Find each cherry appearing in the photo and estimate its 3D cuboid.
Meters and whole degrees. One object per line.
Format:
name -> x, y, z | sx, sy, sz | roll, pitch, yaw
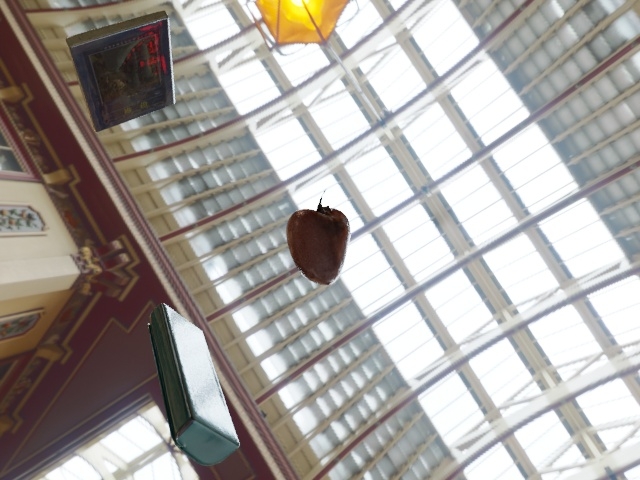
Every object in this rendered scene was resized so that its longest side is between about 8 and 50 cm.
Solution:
cherry -> -0.006, 0.000, 0.837 | 0.087, 0.106, 0.126 | -2, -114, 49

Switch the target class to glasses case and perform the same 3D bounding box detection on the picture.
glasses case -> -0.233, 0.238, 0.954 | 0.070, 0.301, 0.117 | -39, -54, 3

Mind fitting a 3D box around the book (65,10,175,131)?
book -> -0.390, -0.333, 1.120 | 0.190, 0.269, 0.025 | -26, -106, -21
